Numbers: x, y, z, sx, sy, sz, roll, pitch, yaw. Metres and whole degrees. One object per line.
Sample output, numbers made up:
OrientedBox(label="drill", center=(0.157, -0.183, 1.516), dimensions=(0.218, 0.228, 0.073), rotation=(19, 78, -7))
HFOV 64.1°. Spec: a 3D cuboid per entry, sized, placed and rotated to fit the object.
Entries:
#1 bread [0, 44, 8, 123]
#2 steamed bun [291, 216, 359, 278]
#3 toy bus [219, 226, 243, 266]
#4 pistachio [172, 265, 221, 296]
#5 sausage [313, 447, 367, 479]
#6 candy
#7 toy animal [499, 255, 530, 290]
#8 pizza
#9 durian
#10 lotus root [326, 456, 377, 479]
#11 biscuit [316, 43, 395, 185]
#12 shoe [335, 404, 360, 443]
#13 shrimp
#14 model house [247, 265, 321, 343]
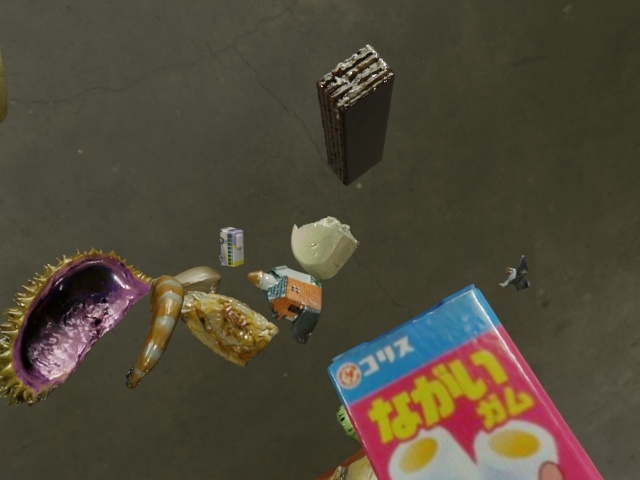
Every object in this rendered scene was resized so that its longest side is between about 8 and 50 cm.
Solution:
OrientedBox(label="bread", center=(-0.943, -0.415, 1.211), dimensions=(0.348, 0.253, 0.376), rotation=(0, 103, -2))
OrientedBox(label="steamed bun", center=(0.000, 0.000, 1.564), dimensions=(0.200, 0.170, 0.225), rotation=(-47, 160, -6))
OrientedBox(label="toy bus", center=(-0.241, 0.017, 1.397), dimensions=(0.058, 0.052, 0.102), rotation=(7, 102, 28))
OrientedBox(label="pistachio", center=(-0.401, 0.142, 1.601), dimensions=(0.185, 0.126, 0.108), rotation=(-15, 86, -14))
OrientedBox(label="sausage", center=(0.054, 0.657, 1.379), dimensions=(0.300, 0.083, 0.089), rotation=(-30, 87, -8))
OrientedBox(label="candy", center=(0.144, 0.208, 0.431), dimensions=(0.157, 0.306, 0.100), rotation=(-30, 155, 4))
OrientedBox(label="toy animal", center=(0.293, 0.054, 0.774), dimensions=(0.050, 0.028, 0.084), rotation=(-19, 141, 16))
OrientedBox(label="pizza", center=(-0.143, 0.159, 0.874), dimensions=(0.161, 0.062, 0.182), rotation=(-7, 131, 22))
OrientedBox(label="durian", center=(-0.427, 0.128, 0.821), dimensions=(0.186, 0.260, 0.154), rotation=(-23, 116, 39))
OrientedBox(label="lotus root", center=(0.103, 0.486, 0.988), dimensions=(0.125, 0.221, 0.118), rotation=(-9, 107, -59))
OrientedBox(label="biscuit", center=(0.066, -0.208, 0.951), dimensions=(0.107, 0.388, 0.073), rotation=(-36, 79, -4))
OrientedBox(label="shoe", center=(0.147, 0.388, 1.181), dimensions=(0.128, 0.140, 0.262), rotation=(-43, 157, 31))
OrientedBox(label="shrimp", center=(-0.259, 0.142, 0.795), dimensions=(0.049, 0.161, 0.166), rotation=(22, 103, -25))
OrientedBox(label="model house", center=(-0.152, 0.212, 1.933), dimensions=(0.301, 0.271, 0.190), rotation=(24, 121, -14))
